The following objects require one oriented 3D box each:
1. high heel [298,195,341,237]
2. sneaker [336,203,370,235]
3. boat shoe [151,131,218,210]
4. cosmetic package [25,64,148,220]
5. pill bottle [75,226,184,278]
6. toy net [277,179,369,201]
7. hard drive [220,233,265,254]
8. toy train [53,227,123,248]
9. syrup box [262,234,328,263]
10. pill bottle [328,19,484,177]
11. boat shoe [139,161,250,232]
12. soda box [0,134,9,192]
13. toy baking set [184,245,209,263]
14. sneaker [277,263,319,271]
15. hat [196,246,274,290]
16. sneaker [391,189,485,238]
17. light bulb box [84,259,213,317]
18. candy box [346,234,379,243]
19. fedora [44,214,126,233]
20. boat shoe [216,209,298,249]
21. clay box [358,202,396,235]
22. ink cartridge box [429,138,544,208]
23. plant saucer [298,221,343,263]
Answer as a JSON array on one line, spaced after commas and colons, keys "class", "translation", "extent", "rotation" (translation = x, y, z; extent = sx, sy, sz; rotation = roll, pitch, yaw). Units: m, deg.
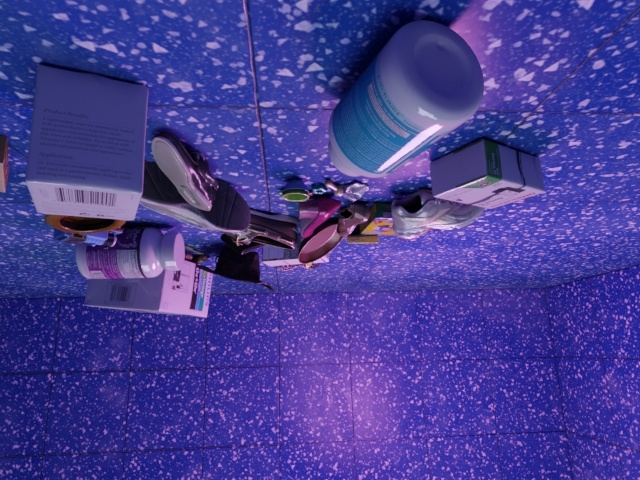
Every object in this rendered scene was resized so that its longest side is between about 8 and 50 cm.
[{"class": "high heel", "translation": [-0.004, -0.067, 1.306], "extent": [0.117, 0.082, 0.244], "rotation": [-5, 159, -3]}, {"class": "sneaker", "translation": [0.080, -0.070, 1.344], "extent": [0.071, 0.066, 0.188], "rotation": [20, 154, -17]}, {"class": "boat shoe", "translation": [-0.277, -0.153, 0.934], "extent": [0.083, 0.079, 0.233], "rotation": [20, 159, 18]}, {"class": "cosmetic package", "translation": [-0.363, -0.143, 0.707], "extent": [0.151, 0.184, 0.151], "rotation": [5, 164, -26]}, {"class": "pill bottle", "translation": [-0.607, 0.039, 1.448], "extent": [0.300, 0.170, 0.169], "rotation": [-1, 166, -2]}, {"class": "toy net", "translation": [0.011, -0.117, 1.146], "extent": [0.231, 0.045, 0.122], "rotation": [2, 165, -14]}, {"class": "hard drive", "translation": [-0.239, -0.003, 1.422], "extent": [0.094, 0.022, 0.135], "rotation": [34, -153, 20]}, {"class": "toy train", "translation": [-0.657, -0.036, 1.266], "extent": [0.080, 0.105, 0.184], "rotation": [-10, 163, 32]}, {"class": "syrup box", "translation": [-0.091, 0.035, 1.645], "extent": [0.236, 0.093, 0.096], "rotation": [-5, 165, 12]}, {"class": "pill bottle", "translation": [0.103, -0.186, 0.671], "extent": [0.146, 0.147, 0.264], "rotation": [4, 165, -22]}, {"class": "boat shoe", "translation": [-0.315, -0.094, 1.075], "extent": [0.320, 0.118, 0.103], "rotation": [16, 164, -40]}, {"class": "soda box", "translation": [-0.665, -0.154, 0.893], "extent": [0.061, 0.058, 0.181], "rotation": [7, 163, -33]}, {"class": "toy baking set", "translation": [-0.567, 0.068, 1.851], "extent": [0.256, 0.030, 0.196], "rotation": [-14, 161, 41]}, {"class": "sneaker", "translation": [-0.101, 0.087, 1.948], "extent": [0.209, 0.069, 0.082], "rotation": [-4, -159, -28]}, {"class": "hat", "translation": [-0.320, 0.098, 1.794], "extent": [0.330, 0.134, 0.331], "rotation": [16, 172, 2]}, {"class": "sneaker", "translation": [0.315, -0.092, 1.197], "extent": [0.262, 0.099, 0.121], "rotation": [-18, 133, 7]}, {"class": "light bulb box", "translation": [-0.701, 0.191, 1.874], "extent": [0.357, 0.226, 0.361], "rotation": [1, 167, 17]}, {"class": "candy box", "translation": [0.144, -0.006, 1.545], "extent": [0.105, 0.027, 0.206], "rotation": [-3, -179, 4]}, {"class": "fedora", "translation": [-0.596, -0.079, 1.138], "extent": [0.194, 0.079, 0.194], "rotation": [-9, 163, -3]}, {"class": "boat shoe", "translation": [-0.214, -0.033, 1.349], "extent": [0.324, 0.097, 0.116], "rotation": [7, 164, -33]}, {"class": "clay box", "translation": [0.201, -0.059, 1.389], "extent": [0.127, 0.053, 0.222], "rotation": [1, 165, -8]}, {"class": "ink cartridge box", "translation": [0.375, -0.142, 1.003], "extent": [0.208, 0.087, 0.153], "rotation": [6, 165, -32]}, {"class": "plant saucer", "translation": [0.000, 0.000, 1.482], "extent": [0.198, 0.036, 0.199], "rotation": [-33, 158, -15]}]
